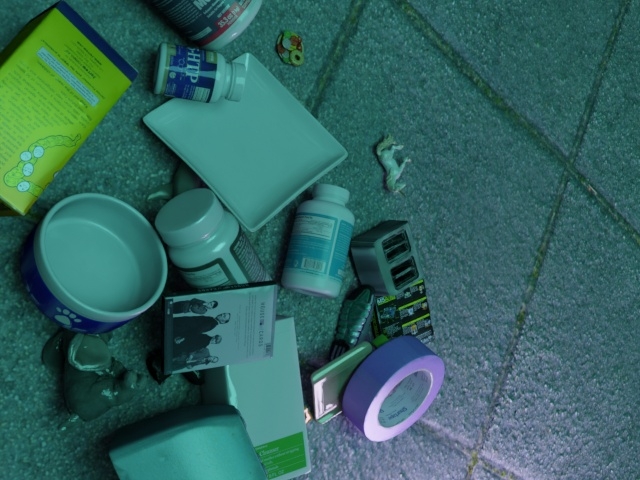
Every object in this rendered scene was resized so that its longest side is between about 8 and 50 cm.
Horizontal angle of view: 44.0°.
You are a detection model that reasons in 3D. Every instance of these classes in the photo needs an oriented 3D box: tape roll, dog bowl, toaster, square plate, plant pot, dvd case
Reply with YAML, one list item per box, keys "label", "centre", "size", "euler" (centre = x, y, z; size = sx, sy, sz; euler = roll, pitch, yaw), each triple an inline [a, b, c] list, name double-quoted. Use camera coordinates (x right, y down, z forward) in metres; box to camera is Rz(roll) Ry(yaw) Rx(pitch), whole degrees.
- label: "tape roll"
  centre: [0.190, 0.380, 2.035]
  size: [0.275, 0.090, 0.274]
  euler: [-26, 137, -27]
- label: "dog bowl"
  centre: [-0.440, 0.045, 1.547]
  size: [0.265, 0.104, 0.264]
  euler: [25, 48, -32]
- label: "toaster"
  centre: [0.171, 0.048, 2.087]
  size: [0.186, 0.110, 0.167]
  euler: [-27, 105, -35]
- label: "square plate"
  centre: [-0.163, -0.224, 1.785]
  size: [0.347, 0.049, 0.344]
  euler: [46, 57, 4]
- label: "plant pot"
  centre: [-0.251, 0.456, 1.593]
  size: [0.252, 0.248, 0.247]
  euler: [-25, 92, -11]
- label: "dvd case"
  centre: [-0.207, 0.178, 1.628]
  size: [0.239, 0.029, 0.179]
  euler: [-6, 114, -25]

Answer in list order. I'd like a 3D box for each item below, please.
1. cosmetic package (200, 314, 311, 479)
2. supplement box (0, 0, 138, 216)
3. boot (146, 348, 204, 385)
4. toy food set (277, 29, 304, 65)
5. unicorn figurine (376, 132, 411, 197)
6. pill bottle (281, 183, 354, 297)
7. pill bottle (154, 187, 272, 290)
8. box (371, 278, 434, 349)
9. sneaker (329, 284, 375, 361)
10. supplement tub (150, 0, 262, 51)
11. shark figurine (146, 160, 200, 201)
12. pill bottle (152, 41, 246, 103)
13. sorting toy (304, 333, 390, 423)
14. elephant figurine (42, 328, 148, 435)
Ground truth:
- label: "cosmetic package"
  centre: [-0.156, 0.360, 1.802]
  size: [0.197, 0.155, 0.365]
  euler: [-11, 98, -33]
- label: "supplement box"
  centre: [-0.545, -0.238, 1.473]
  size: [0.195, 0.194, 0.356]
  euler: [45, 65, -29]
- label: "boot"
  centre: [-0.320, 0.284, 1.743]
  size: [0.099, 0.045, 0.121]
  euler: [-29, 100, -37]
- label: "toy food set"
  centre: [-0.073, -0.475, 1.952]
  size: [0.083, 0.020, 0.083]
  euler: [13, 82, -37]
- label: "unicorn figurine"
  centre: [0.200, -0.201, 2.150]
  size: [0.162, 0.060, 0.111]
  euler: [50, 61, -9]
- label: "pill bottle"
  centre: [0.000, 0.000, 1.930]
  size: [0.146, 0.146, 0.263]
  euler: [20, 78, -36]
- label: "pill bottle"
  centre: [-0.221, 0.037, 1.670]
  size: [0.161, 0.161, 0.283]
  euler: [-49, 132, -27]
- label: "box"
  centre: [0.221, 0.214, 2.168]
  size: [0.191, 0.045, 0.184]
  euler: [-19, 99, -36]
- label: "sneaker"
  centre: [0.099, 0.226, 2.061]
  size: [0.098, 0.083, 0.223]
  euler: [27, 85, -45]
- label: "supplement tub"
  centre: [-0.274, -0.556, 1.687]
  size: [0.272, 0.191, 0.191]
  euler: [41, 66, -31]
- label: "shark figurine"
  centre: [-0.265, -0.054, 1.746]
  size: [0.166, 0.116, 0.278]
  euler: [-28, 105, -33]
- label: "pill bottle"
  centre: [-0.261, -0.357, 1.714]
  size: [0.187, 0.112, 0.111]
  euler: [6, 86, -18]
- label: "sorting toy"
  centre: [0.047, 0.351, 1.988]
  size: [0.348, 0.047, 0.195]
  euler: [-29, 138, -23]
- label: "elephant figurine"
  centre: [-0.467, 0.223, 1.582]
  size: [0.170, 0.186, 0.239]
  euler: [-25, 96, 9]
